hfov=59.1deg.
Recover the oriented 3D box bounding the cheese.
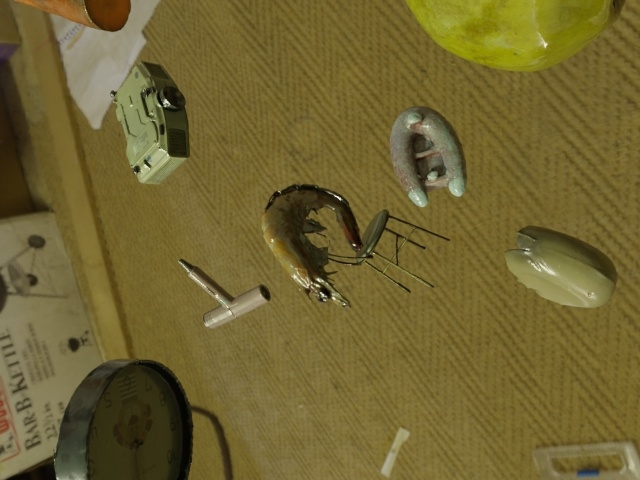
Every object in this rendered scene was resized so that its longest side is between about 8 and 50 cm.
[{"bbox_3d":[0.414,0.045,0.987,0.175,0.203,0.091,10,72,56],"label":"cheese"}]

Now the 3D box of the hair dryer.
[{"bbox_3d":[-0.268,0.112,1.490,0.195,0.053,0.220,-27,110,17],"label":"hair dryer"}]

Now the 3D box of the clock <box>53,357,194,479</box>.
[{"bbox_3d":[-0.333,0.364,1.007,0.062,0.312,0.312,-10,95,19],"label":"clock"}]

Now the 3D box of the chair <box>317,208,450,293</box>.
[{"bbox_3d":[0.118,0.002,1.320,0.326,0.170,0.160,26,164,-9],"label":"chair"}]

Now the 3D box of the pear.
[{"bbox_3d":[0.269,-0.399,0.820,0.375,0.287,0.287,16,112,21],"label":"pear"}]

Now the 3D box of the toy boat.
[{"bbox_3d":[0.230,-0.192,1.227,0.155,0.085,0.227,-17,74,12],"label":"toy boat"}]

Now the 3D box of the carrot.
[{"bbox_3d":[-0.301,-0.278,0.630,0.224,0.057,0.057,23,115,31],"label":"carrot"}]

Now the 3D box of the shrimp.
[{"bbox_3d":[0.000,0.000,1.005,0.253,0.173,0.058,48,166,17],"label":"shrimp"}]

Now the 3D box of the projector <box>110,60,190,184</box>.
[{"bbox_3d":[-0.406,-0.291,1.356,0.194,0.088,0.269,-32,70,36],"label":"projector"}]
